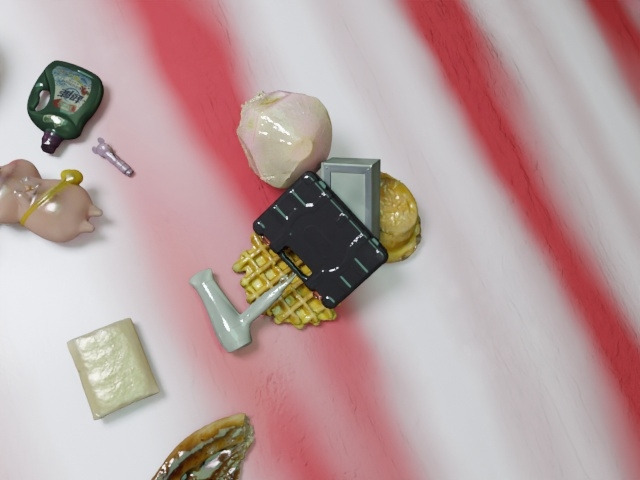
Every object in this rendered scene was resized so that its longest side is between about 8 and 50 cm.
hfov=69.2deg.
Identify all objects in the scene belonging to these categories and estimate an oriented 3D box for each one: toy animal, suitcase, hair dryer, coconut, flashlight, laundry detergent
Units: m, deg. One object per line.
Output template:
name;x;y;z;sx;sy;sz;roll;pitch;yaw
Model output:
toy animal;-0.602;-0.084;0.993;0.248;0.149;0.165;19;52;-6
suitcase;0.000;0.000;1.105;0.206;0.066;0.285;-43;91;9
hair dryer;-0.166;0.121;1.081;0.237;0.075;0.206;-31;80;5
coconut;-0.092;-0.253;1.139;0.233;0.245;0.233;-9;112;-23
flashlight;-0.500;-0.199;1.124;0.110;0.052;0.031;43;29;-10
laundry detergent;-0.615;-0.309;1.092;0.144;0.078;0.222;20;71;-11

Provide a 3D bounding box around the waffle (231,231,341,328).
waffle;-0.067;0.078;1.177;0.309;0.065;0.283;12;71;-17

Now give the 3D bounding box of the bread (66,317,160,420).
bread;-0.439;0.269;0.987;0.139;0.060;0.178;-19;81;-25

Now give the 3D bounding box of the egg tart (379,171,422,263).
egg tart;0.172;-0.074;1.285;0.288;0.118;0.288;6;74;-21

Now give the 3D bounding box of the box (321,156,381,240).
box;0.077;-0.087;1.161;0.086;0.129;0.225;-43;135;-60

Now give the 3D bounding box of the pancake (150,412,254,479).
pancake;-0.233;0.527;0.985;0.266;0.057;0.245;-21;83;-25
